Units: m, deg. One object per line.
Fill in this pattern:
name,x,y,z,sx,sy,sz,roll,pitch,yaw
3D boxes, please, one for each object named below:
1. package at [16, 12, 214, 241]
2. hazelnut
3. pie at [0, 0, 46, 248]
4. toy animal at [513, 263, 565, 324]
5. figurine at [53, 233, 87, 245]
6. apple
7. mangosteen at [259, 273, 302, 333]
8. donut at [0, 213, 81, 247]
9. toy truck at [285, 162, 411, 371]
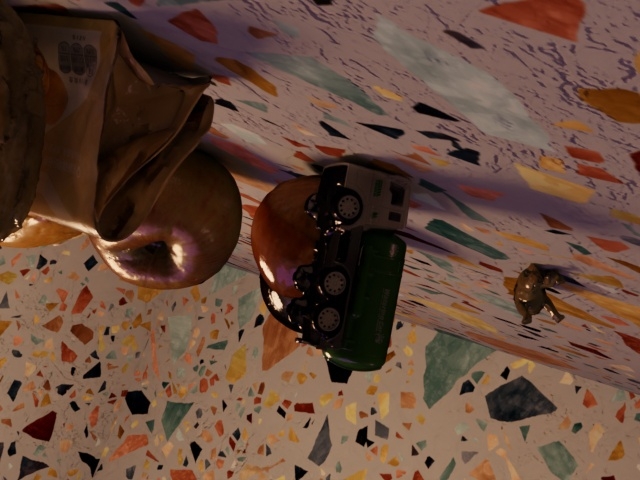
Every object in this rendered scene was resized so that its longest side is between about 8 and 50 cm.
package,-0.262,-0.136,1.032,0.311,0.222,0.165,15,-169,43
hazelnut,0.000,0.000,1.226,0.182,0.182,0.182,21,173,3
pie,-0.433,-0.132,0.920,0.339,0.340,0.083,21,-165,0
toy animal,0.313,0.081,1.323,0.069,0.086,0.220,-18,166,-2
figurine,-0.470,-0.083,1.871,0.394,0.227,0.274,6,-167,30
apple,-0.244,-0.041,1.435,0.260,0.194,0.261,3,136,3
mangosteen,-0.010,0.036,1.531,0.211,0.211,0.250,27,-160,-41
donut,-0.561,-0.133,1.507,0.448,0.198,0.449,10,156,5
toy truck,0.041,0.033,1.102,0.124,0.243,0.101,10,178,-21
